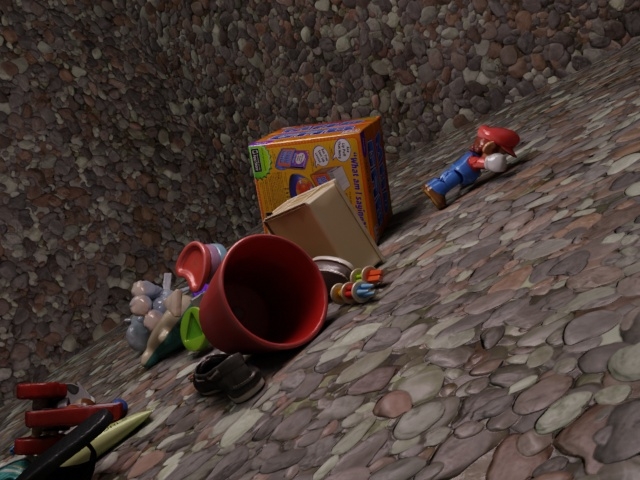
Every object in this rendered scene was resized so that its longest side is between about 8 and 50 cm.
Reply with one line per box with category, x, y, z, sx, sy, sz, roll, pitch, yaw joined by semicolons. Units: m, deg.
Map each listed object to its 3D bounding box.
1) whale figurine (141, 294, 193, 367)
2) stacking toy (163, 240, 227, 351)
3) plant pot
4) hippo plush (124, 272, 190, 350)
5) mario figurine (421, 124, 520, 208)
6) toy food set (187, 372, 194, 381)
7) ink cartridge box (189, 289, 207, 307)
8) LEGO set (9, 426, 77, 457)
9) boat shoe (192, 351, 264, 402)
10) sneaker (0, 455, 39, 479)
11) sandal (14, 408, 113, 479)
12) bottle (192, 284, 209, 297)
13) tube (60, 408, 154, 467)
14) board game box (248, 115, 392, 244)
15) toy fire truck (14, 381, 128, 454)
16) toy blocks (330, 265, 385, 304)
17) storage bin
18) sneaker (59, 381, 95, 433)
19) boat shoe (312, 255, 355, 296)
whale figurine;-0.487;0.316;2.184;0.272;0.141;0.216;-55;8;4
stacking toy;-0.326;0.172;1.978;0.130;0.309;0.279;8;-58;-45
plant pot;-0.157;0.151;1.557;0.275;0.275;0.243;-38;1;-38
hippo plush;-0.662;0.280;2.482;0.236;0.234;0.294;-40;31;24
mario figurine;0.475;-0.206;1.982;0.320;0.170;0.198;-39;43;12
toy food set;-0.302;0.334;1.726;0.122;0.019;0.078;-31;9;-4
ink cartridge box;-0.268;0.167;2.138;0.273;0.114;0.197;-30;-2;-1
LEGO set;-0.784;0.562;1.835;0.227;0.087;0.093;-34;10;-26
boat shoe;-0.223;0.288;1.476;0.112;0.095;0.335;-35;10;-26
sneaker;-0.807;0.614;1.592;0.275;0.107;0.110;-30;18;6
sandal;-0.589;0.531;1.391;0.446;0.107;0.167;-43;10;0
bottle;-0.430;0.217;2.477;0.092;0.118;0.283;-30;9;-9
tube;-0.509;0.468;1.556;0.240;0.062;0.070;-30;42;-27
board game box;0.018;-0.188;2.140;0.356;0.356;0.356;-4;17;17
toy fire truck;-0.633;0.450;1.686;0.254;0.169;0.302;0;-13;-12
toy blocks;0.106;0.104;1.553;0.123;0.054;0.148;-36;10;-28
storage bin;0.000;0.000;1.807;0.123;0.262;0.260;-39;12;-33
sneaker;-0.815;0.518;2.022;0.086;0.132;0.229;-25;10;31
boat shoe;-0.046;0.118;1.735;0.324;0.116;0.097;-8;28;40
